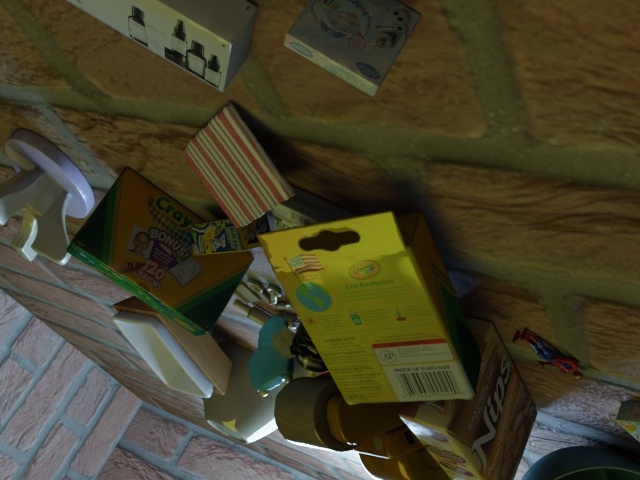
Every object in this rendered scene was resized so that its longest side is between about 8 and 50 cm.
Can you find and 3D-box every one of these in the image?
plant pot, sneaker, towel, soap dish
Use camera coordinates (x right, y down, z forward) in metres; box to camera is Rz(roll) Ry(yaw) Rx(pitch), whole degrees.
[{"bbox_3d":[0.459,0.477,1.285,0.290,0.290,0.195,31,-167,-4],"label":"plant pot"},{"bbox_3d":[0.009,0.149,1.209,0.097,0.135,0.276,26,166,9],"label":"sneaker"},{"bbox_3d":[-0.204,0.429,1.976,0.284,0.191,0.284,24,155,12],"label":"plant pot"},{"bbox_3d":[-0.114,-0.098,1.007,0.144,0.029,0.197,54,151,-8],"label":"towel"},{"bbox_3d":[-0.371,0.258,1.859,0.228,0.118,0.291,1,132,47],"label":"soap dish"}]

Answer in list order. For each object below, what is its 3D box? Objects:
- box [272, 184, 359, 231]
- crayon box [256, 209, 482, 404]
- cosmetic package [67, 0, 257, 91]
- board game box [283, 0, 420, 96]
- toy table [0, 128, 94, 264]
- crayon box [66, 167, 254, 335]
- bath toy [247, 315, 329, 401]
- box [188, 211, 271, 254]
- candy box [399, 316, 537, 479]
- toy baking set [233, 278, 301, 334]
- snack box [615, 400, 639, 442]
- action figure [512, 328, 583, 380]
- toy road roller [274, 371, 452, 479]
[{"bbox_3d":[0.000,0.000,1.093,0.145,0.038,0.186,25,155,11],"label":"box"},{"bbox_3d":[0.074,0.083,0.993,0.202,0.081,0.319,-9,124,28],"label":"crayon box"},{"bbox_3d":[-0.188,-0.257,0.771,0.239,0.060,0.099,30,155,-1],"label":"cosmetic package"},{"bbox_3d":[0.028,-0.183,0.639,0.090,0.090,0.020,30,156,0],"label":"board game box"},{"bbox_3d":[-0.563,-0.075,1.427,0.252,0.161,0.274,22,156,18],"label":"toy table"},{"bbox_3d":[-0.277,0.024,1.293,0.278,0.165,0.081,36,155,-15],"label":"crayon box"},{"bbox_3d":[-0.003,0.258,1.461,0.151,0.129,0.348,-28,146,17],"label":"bath toy"},{"bbox_3d":[-0.148,-0.010,1.187,0.169,0.059,0.054,-4,98,54],"label":"box"},{"bbox_3d":[0.249,0.278,1.181,0.087,0.183,0.316,10,149,36],"label":"candy box"},{"bbox_3d":[-0.075,0.158,1.495,0.256,0.030,0.197,34,156,-9],"label":"toy baking set"},{"bbox_3d":[0.519,0.290,1.081,0.141,0.037,0.100,41,153,-22],"label":"snack box"},{"bbox_3d":[0.334,0.170,1.069,0.115,0.030,0.038,30,151,-7],"label":"action figure"},{"bbox_3d":[0.103,0.331,1.271,0.202,0.329,0.241,-14,87,57],"label":"toy road roller"}]
